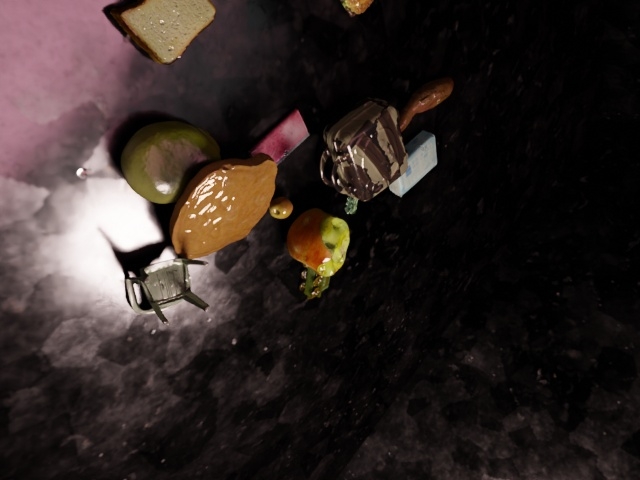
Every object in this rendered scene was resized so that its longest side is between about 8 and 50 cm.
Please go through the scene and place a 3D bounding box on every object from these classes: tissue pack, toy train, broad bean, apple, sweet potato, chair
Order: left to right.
[{"bbox_3d":[-0.468,0.156,1.501,0.203,0.274,0.191,-16,104,-31],"label":"chair"},{"bbox_3d":[-0.413,-0.218,1.377,0.290,0.119,0.238,-12,125,-41],"label":"broad bean"},{"bbox_3d":[-0.143,-0.115,1.750,0.071,0.083,0.084,-59,151,-47],"label":"apple"},{"bbox_3d":[-0.011,0.138,2.049,0.137,0.090,0.226,-27,137,-46],"label":"toy train"},{"bbox_3d":[0.000,0.000,1.845,0.226,0.246,0.246,-59,141,-3],"label":"apple"},{"bbox_3d":[0.131,-0.151,2.051,0.053,0.033,0.083,-7,119,-49],"label":"toy train"},{"bbox_3d":[0.403,-0.342,2.168,0.263,0.089,0.177,-43,140,-21],"label":"tissue pack"},{"bbox_3d":[0.417,-0.570,2.027,0.385,0.109,0.109,-39,137,-14],"label":"sweet potato"}]

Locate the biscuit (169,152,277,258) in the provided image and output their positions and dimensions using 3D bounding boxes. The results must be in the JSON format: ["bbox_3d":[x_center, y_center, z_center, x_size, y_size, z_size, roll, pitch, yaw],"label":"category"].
[{"bbox_3d":[-0.296,-0.094,1.524,0.365,0.062,0.385,-22,150,-40],"label":"biscuit"}]

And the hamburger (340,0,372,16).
[{"bbox_3d":[0.129,-0.816,1.576,0.166,0.087,0.137,-57,140,-1],"label":"hamburger"}]

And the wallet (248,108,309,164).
[{"bbox_3d":[-0.139,-0.332,1.661,0.232,0.025,0.119,-46,139,-16],"label":"wallet"}]

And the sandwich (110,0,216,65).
[{"bbox_3d":[-0.383,-0.569,1.225,0.215,0.065,0.186,-54,141,-6],"label":"sandwich"}]

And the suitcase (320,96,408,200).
[{"bbox_3d":[0.144,-0.325,1.833,0.339,0.194,0.352,-38,136,-13],"label":"suitcase"}]
